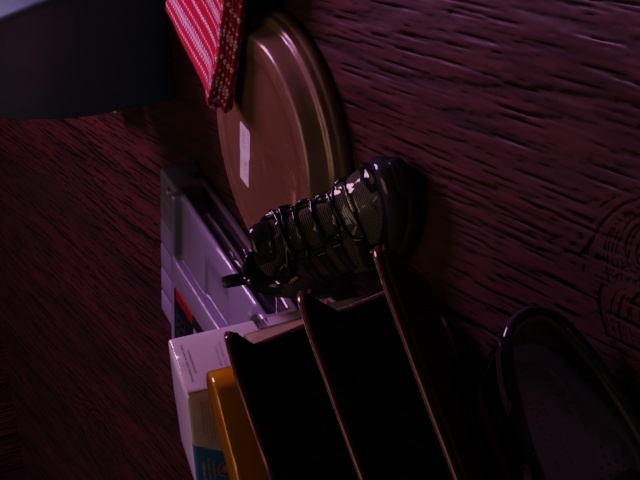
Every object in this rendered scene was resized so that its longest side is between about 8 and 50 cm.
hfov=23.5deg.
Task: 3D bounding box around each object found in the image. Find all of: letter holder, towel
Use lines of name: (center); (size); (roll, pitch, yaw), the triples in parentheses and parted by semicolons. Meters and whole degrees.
letter holder: (0.045, 0.177, 1.085); (0.214, 0.152, 0.302); (40, -151, -75)
towel: (-0.113, -0.289, 1.516); (0.199, 0.031, 0.275); (-117, 28, -42)

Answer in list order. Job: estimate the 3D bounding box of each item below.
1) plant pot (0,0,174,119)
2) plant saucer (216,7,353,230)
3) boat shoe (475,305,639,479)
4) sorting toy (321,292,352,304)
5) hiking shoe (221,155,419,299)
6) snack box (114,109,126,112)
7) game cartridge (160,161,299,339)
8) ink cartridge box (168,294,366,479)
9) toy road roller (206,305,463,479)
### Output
plant pot: (-0.324, -0.234, 1.826); (0.166, 0.234, 0.165); (23, 125, 48)
plant saucer: (-0.043, -0.091, 1.533); (0.278, 0.041, 0.278); (166, 90, -69)
boat shoe: (0.186, 0.178, 1.030); (0.091, 0.114, 0.302); (95, 152, -50)
sorting toy: (0.014, 0.081, 1.494); (0.075, 0.045, 0.083); (55, 141, 15)
hiking shoe: (0.000, 0.000, 1.353); (0.227, 0.114, 0.086); (-46, 60, 51)
snack box: (-0.279, -0.242, 2.019); (0.100, 0.037, 0.141); (16, 117, 63)
game cartridge: (-0.106, 0.096, 1.771); (0.355, 0.068, 0.230); (52, 143, 46)
ink cartridge box: (-0.034, 0.143, 1.418); (0.082, 0.191, 0.139); (-117, 19, -46)
toy road roller: (0.026, 0.226, 1.347); (0.240, 0.202, 0.329); (159, 97, -80)
